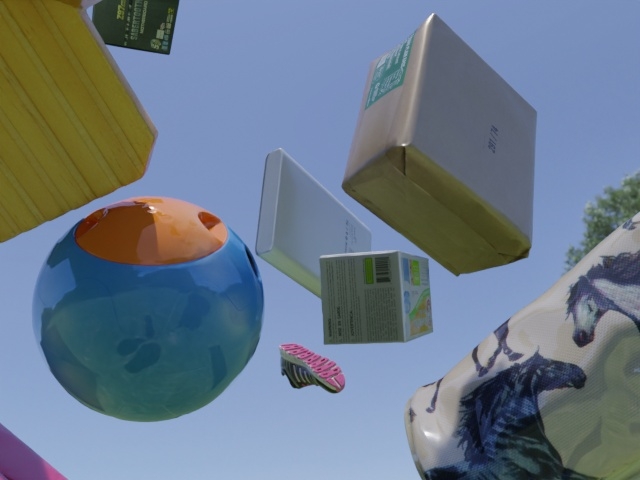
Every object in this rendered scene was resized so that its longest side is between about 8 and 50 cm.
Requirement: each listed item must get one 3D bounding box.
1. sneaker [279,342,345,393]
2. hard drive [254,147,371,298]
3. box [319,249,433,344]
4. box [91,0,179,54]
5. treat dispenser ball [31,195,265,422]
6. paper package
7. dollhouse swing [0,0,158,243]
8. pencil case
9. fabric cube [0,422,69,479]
[{"bbox_3d":[-0.020,0.269,1.279,0.170,0.075,0.063,23,24,37],"label":"sneaker"},{"bbox_3d":[0.000,0.000,1.160,0.040,0.203,0.307,-16,-35,30],"label":"hard drive"},{"bbox_3d":[0.082,0.077,0.862,0.103,0.114,0.203,-5,-5,19],"label":"box"},{"bbox_3d":[-0.414,-0.545,1.448,0.183,0.059,0.233,6,-46,-21],"label":"box"},{"bbox_3d":[-0.216,0.087,0.831,0.288,0.288,0.288,-3,-27,-1],"label":"treat dispenser ball"},{"bbox_3d":[0.213,-0.157,1.092,0.309,0.325,0.168,35,-38,-26],"label":"paper package"},{"bbox_3d":[-0.386,-0.142,0.638,0.347,0.305,0.315,-22,9,10],"label":"dollhouse swing"},{"bbox_3d":[0.244,0.060,0.399,0.160,0.183,0.410,36,-66,-23],"label":"pencil case"},{"bbox_3d":[-0.518,0.335,0.771,0.258,0.254,0.259,35,-10,8],"label":"fabric cube"}]
